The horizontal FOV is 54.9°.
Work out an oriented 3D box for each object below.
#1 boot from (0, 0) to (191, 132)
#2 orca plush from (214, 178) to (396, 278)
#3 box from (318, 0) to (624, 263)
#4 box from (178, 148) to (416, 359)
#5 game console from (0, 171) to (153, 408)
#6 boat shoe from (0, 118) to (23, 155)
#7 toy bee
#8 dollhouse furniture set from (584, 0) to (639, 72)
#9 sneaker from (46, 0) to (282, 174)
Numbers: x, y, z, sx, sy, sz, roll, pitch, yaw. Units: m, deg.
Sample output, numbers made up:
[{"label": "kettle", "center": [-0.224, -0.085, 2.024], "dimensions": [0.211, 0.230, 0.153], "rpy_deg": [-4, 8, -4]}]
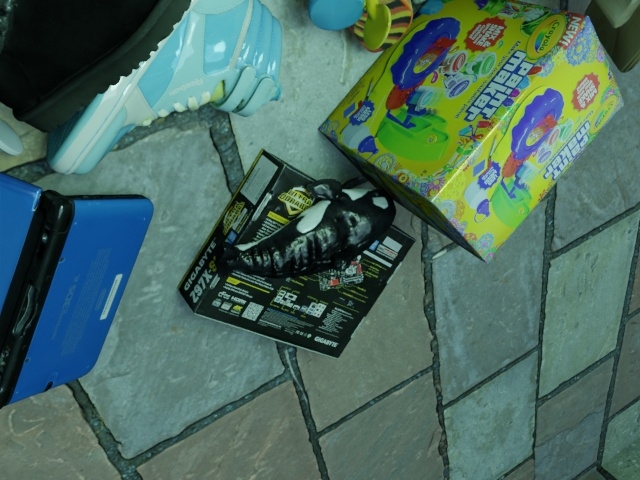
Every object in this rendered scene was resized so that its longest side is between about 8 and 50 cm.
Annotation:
[{"label": "boot", "center": [-0.279, -0.244, 0.536], "dimensions": [0.347, 0.131, 0.260], "rpy_deg": [-29, 140, 28]}, {"label": "orca plush", "center": [0.000, 0.000, 0.869], "dimensions": [0.287, 0.102, 0.151], "rpy_deg": [-7, 120, -30]}, {"label": "box", "center": [0.205, -0.176, 0.883], "dimensions": [0.290, 0.279, 0.177], "rpy_deg": [-50, 132, 1]}, {"label": "box", "center": [-0.026, 0.038, 0.994], "dimensions": [0.322, 0.079, 0.257], "rpy_deg": [25, 99, -41]}, {"label": "game console", "center": [-0.391, 0.043, 0.785], "dimensions": [0.293, 0.173, 0.250], "rpy_deg": [-64, 161, 15]}, {"label": "boat shoe", "center": [-0.383, -0.125, 0.689], "dimensions": [0.035, 0.035, 0.100], "rpy_deg": [-28, 139, 19]}, {"label": "toy bee", "center": [0.044, -0.325, 0.735], "dimensions": [0.298, 0.162, 0.195], "rpy_deg": [-19, 89, -55]}, {"label": "dollhouse furniture set", "center": [0.393, -0.327, 0.774], "dimensions": [0.256, 0.362, 0.394], "rpy_deg": [-27, 169, 2]}, {"label": "sneaker", "center": [-0.163, -0.176, 0.740], "dimensions": [0.208, 0.127, 0.319], "rpy_deg": [34, 96, -40]}]
